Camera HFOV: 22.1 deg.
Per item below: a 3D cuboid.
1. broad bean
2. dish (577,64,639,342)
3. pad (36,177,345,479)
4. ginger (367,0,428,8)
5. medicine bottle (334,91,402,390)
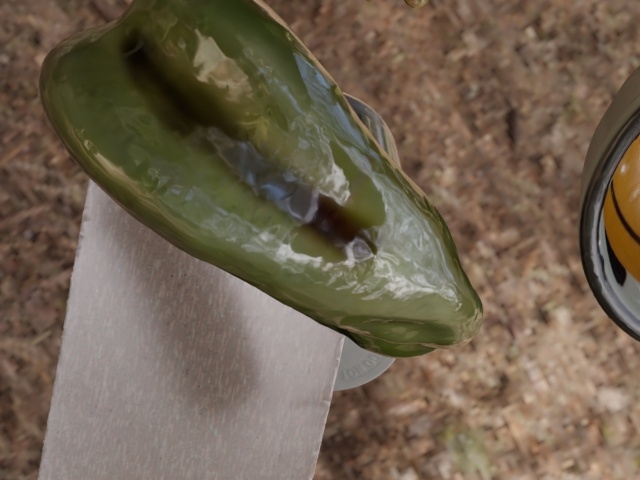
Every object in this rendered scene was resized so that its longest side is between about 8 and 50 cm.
[{"bbox_3d":[-0.009,-0.017,0.547,0.153,0.072,0.206,48,5,28],"label":"broad bean"},{"bbox_3d":[0.300,-0.056,1.108,0.303,0.303,0.120,35,24,-28],"label":"dish"},{"bbox_3d":[-0.067,0.054,0.972,0.176,0.266,0.002,6,17,-22],"label":"pad"},{"bbox_3d":[-0.055,-0.197,0.449,0.166,0.375,0.236,-61,158,-71],"label":"ginger"},{"bbox_3d":[0.000,0.000,1.148,0.135,0.135,0.215,34,27,-29],"label":"medicine bottle"}]
